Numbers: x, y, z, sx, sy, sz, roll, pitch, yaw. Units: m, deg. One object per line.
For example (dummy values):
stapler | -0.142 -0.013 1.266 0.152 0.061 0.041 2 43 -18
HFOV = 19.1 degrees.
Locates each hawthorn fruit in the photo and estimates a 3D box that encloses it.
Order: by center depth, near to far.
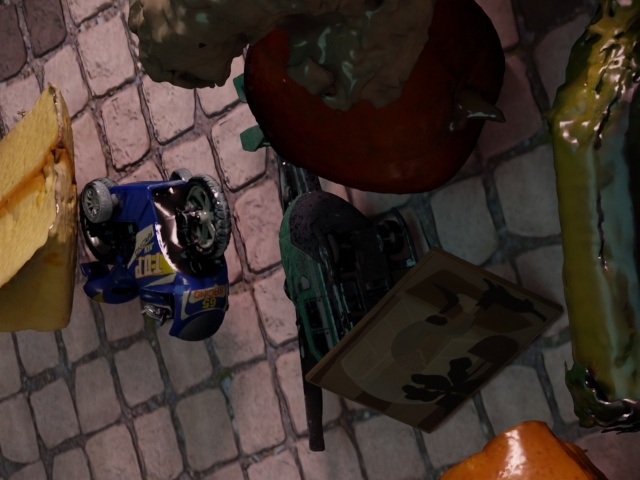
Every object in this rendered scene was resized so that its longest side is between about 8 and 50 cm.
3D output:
hawthorn fruit | 0.056 -0.142 1.629 0.249 0.215 0.215 30 115 41

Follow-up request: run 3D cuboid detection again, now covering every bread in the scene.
bread | -0.321 -0.043 1.980 0.178 0.135 0.240 96 171 -45

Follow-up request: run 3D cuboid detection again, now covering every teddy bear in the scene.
teddy bear | 0.057 -0.274 1.487 0.224 0.367 0.357 5 88 61

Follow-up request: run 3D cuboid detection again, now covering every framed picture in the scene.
framed picture | 0.097 0.091 1.667 0.201 0.136 0.010 -47 29 37

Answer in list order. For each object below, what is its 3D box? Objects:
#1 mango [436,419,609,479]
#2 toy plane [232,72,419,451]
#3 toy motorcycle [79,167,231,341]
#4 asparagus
mango | 0.211 0.318 1.542 0.350 0.199 0.201 62 162 5
toy plane | 0.000 0.000 1.776 0.155 0.106 0.382 -21 84 57
toy motorcycle | -0.168 0.016 1.933 0.315 0.113 0.169 0 100 58
asparagus | 0.243 -0.042 1.505 0.108 0.128 0.382 142 123 -87
